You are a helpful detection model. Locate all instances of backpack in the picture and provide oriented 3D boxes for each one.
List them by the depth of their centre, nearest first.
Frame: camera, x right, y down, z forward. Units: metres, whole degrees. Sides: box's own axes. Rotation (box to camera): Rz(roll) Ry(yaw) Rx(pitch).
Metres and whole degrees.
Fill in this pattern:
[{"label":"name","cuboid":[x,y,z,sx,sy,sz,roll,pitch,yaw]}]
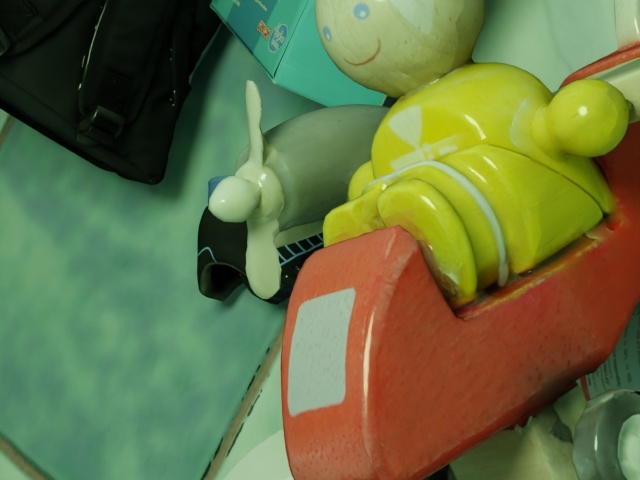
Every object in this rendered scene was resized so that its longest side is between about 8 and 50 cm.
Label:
[{"label":"backpack","cuboid":[-0.184,-0.268,1.240,0.273,0.290,0.356,21,81,58]}]

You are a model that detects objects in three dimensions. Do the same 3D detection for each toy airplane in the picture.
[{"label":"toy airplane","cuboid":[0.114,-0.066,0.819,0.386,0.272,0.384,-39,17,9]}]

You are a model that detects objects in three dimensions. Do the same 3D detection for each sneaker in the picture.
[{"label":"sneaker","cuboid":[0.000,0.000,1.106,0.232,0.081,0.090,-3,75,46]}]

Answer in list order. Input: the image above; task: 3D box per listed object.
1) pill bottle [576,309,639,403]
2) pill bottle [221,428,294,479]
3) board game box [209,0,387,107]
[{"label":"pill bottle","cuboid":[0.226,0.069,0.874,0.160,0.087,0.087,-21,60,32]},{"label":"pill bottle","cuboid":[0.054,0.240,0.901,0.161,0.161,0.283,-54,48,10]},{"label":"board game box","cuboid":[0.045,-0.274,1.073,0.336,0.079,0.254,-64,21,13]}]
